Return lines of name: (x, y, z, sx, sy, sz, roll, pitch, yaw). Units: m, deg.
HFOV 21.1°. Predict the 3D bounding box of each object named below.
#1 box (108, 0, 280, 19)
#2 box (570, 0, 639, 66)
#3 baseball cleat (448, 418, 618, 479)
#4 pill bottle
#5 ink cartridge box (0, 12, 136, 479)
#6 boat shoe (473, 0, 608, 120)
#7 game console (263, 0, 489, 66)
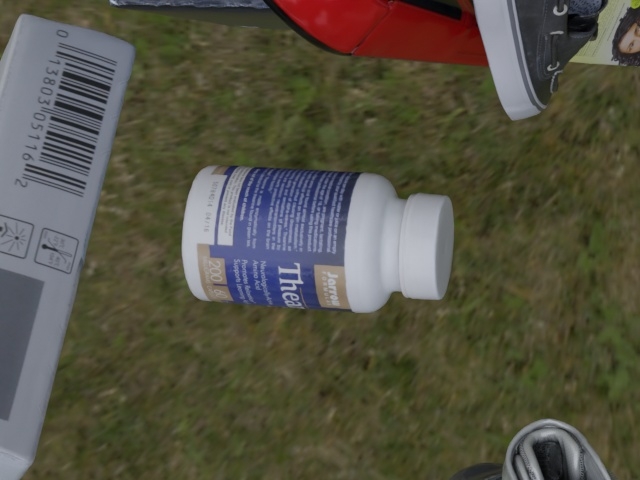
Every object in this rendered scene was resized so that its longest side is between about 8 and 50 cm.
box: (-0.005, -0.447, 1.692, 0.297, 0.480, 0.472, 4, 96, 10)
box: (0.232, -0.200, 1.482, 0.058, 0.232, 0.087, 37, 117, 36)
baseball cleat: (0.111, 0.128, 0.861, 0.072, 0.206, 0.109, -24, 109, -17)
pill bottle: (0.000, 0.000, 0.816, 0.120, 0.067, 0.067, 4, 97, 14)
ink cartridge box: (-0.247, 0.059, 1.256, 0.091, 0.385, 0.308, 16, 64, -13)
boat shoe: (0.131, -0.139, 1.007, 0.076, 0.228, 0.080, -11, 66, 9)
game console: (-0.021, -0.277, 1.100, 0.060, 0.342, 0.387, -35, 77, 21)
